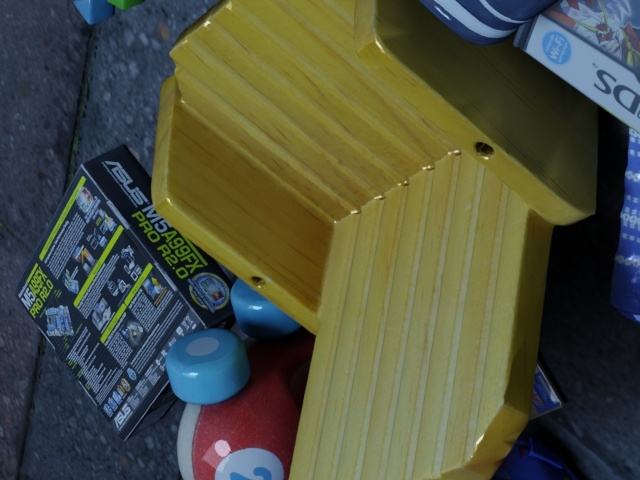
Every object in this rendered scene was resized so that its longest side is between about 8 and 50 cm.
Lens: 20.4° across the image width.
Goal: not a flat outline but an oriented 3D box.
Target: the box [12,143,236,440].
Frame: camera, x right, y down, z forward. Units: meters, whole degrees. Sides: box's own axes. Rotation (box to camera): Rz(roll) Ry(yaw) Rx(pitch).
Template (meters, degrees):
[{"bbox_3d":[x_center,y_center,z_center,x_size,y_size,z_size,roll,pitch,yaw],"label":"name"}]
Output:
[{"bbox_3d":[-0.208,0.060,1.870,0.216,0.060,0.270,52,141,12],"label":"box"}]

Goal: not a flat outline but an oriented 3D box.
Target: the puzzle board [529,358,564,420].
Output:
[{"bbox_3d":[0.149,0.099,1.531,0.096,0.011,0.128,-32,88,51],"label":"puzzle board"}]

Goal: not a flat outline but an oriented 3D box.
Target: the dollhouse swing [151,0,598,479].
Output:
[{"bbox_3d":[0.000,0.000,1.364,0.315,0.305,0.347,38,146,-17],"label":"dollhouse swing"}]

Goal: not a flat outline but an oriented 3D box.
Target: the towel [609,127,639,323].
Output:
[{"bbox_3d":[0.312,-0.052,1.227,0.243,0.040,0.336,25,130,36],"label":"towel"}]

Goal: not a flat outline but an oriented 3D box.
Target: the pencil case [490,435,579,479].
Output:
[{"bbox_3d":[0.120,0.271,1.584,0.119,0.133,0.306,37,142,-4],"label":"pencil case"}]

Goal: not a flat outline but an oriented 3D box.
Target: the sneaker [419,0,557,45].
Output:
[{"bbox_3d":[0.106,-0.272,1.223,0.153,0.099,0.282,134,128,-59],"label":"sneaker"}]

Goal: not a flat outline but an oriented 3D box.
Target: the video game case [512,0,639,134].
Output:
[{"bbox_3d":[0.267,-0.172,1.157,0.248,0.035,0.275,40,135,23],"label":"video game case"}]

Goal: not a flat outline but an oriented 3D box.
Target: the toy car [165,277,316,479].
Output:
[{"bbox_3d":[0.015,0.167,1.589,0.238,0.210,0.219,8,125,32],"label":"toy car"}]

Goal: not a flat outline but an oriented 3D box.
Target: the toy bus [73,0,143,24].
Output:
[{"bbox_3d":[-0.255,-0.304,1.653,0.191,0.104,0.202,42,139,22],"label":"toy bus"}]
